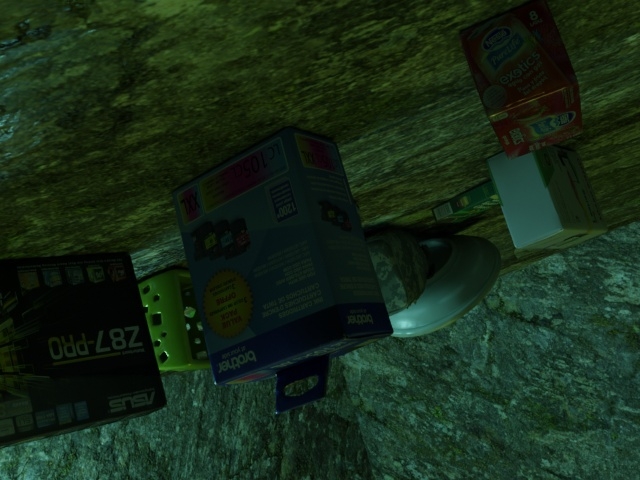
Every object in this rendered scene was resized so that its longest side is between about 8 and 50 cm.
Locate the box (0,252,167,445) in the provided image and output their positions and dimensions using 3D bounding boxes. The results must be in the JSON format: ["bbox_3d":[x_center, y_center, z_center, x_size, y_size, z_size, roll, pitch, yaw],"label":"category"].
[{"bbox_3d":[-0.496,0.192,1.456,0.394,0.319,0.097,-3,162,-45],"label":"box"}]

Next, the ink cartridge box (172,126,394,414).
[{"bbox_3d":[-0.059,0.062,1.278,0.270,0.396,0.151,-25,165,32],"label":"ink cartridge box"}]

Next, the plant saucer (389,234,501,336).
[{"bbox_3d":[0.301,0.095,2.255,0.400,0.101,0.400,-28,-155,14],"label":"plant saucer"}]

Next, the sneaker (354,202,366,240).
[{"bbox_3d":[0.000,0.000,1.758,0.223,0.098,0.083,-27,163,38],"label":"sneaker"}]

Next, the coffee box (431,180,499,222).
[{"bbox_3d":[0.374,-0.092,1.967,0.184,0.041,0.113,-27,163,38],"label":"coffee box"}]

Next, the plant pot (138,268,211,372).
[{"bbox_3d":[-0.364,0.203,1.901,0.207,0.227,0.228,-14,169,14],"label":"plant pot"}]

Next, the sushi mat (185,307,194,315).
[{"bbox_3d":[-0.327,0.192,2.253,0.151,0.019,0.316,-27,170,27],"label":"sushi mat"}]

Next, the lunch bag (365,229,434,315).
[{"bbox_3d":[0.123,0.095,2.108,0.305,0.213,0.256,-22,-177,23],"label":"lunch bag"}]

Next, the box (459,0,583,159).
[{"bbox_3d":[0.290,-0.217,1.144,0.122,0.128,0.257,-20,166,16],"label":"box"}]

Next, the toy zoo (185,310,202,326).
[{"bbox_3d":[-0.214,0.162,2.222,0.293,0.030,0.192,-26,169,0],"label":"toy zoo"}]

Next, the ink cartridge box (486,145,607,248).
[{"bbox_3d":[0.495,-0.093,1.752,0.117,0.202,0.278,-25,165,34],"label":"ink cartridge box"}]
